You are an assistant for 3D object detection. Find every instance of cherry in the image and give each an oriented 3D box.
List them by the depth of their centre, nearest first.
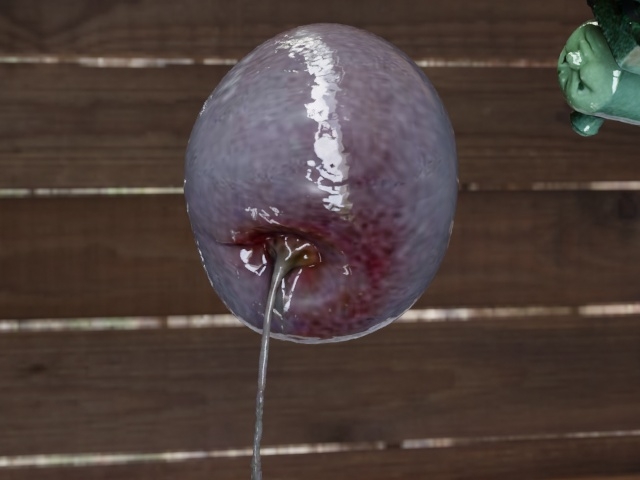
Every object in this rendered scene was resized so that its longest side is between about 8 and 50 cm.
[{"bbox_3d":[-0.003,-0.005,0.491,0.188,0.115,0.148,92,155,-42],"label":"cherry"}]

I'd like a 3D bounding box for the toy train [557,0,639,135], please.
[{"bbox_3d":[0.197,-0.080,0.513,0.132,0.200,0.083,124,148,-42],"label":"toy train"}]
